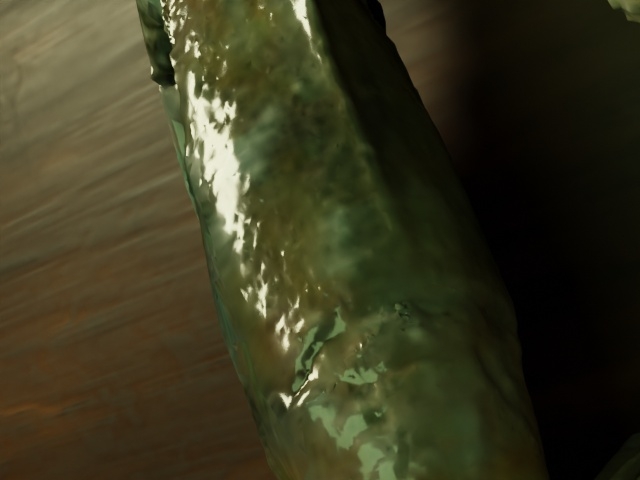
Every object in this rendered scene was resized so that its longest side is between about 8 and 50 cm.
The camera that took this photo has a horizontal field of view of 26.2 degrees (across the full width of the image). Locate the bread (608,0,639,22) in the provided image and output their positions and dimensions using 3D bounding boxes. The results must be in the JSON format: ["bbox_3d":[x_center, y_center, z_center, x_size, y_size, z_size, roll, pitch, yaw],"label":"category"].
[{"bbox_3d":[0.182,-0.135,0.328,0.246,0.195,0.176,8,103,37],"label":"bread"}]

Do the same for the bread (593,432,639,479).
[{"bbox_3d":[0.178,0.156,0.414,0.210,0.110,0.192,-2,96,38],"label":"bread"}]

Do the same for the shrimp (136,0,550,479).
[{"bbox_3d":[0.000,0.000,0.524,0.221,0.110,0.445,106,151,-71],"label":"shrimp"}]
